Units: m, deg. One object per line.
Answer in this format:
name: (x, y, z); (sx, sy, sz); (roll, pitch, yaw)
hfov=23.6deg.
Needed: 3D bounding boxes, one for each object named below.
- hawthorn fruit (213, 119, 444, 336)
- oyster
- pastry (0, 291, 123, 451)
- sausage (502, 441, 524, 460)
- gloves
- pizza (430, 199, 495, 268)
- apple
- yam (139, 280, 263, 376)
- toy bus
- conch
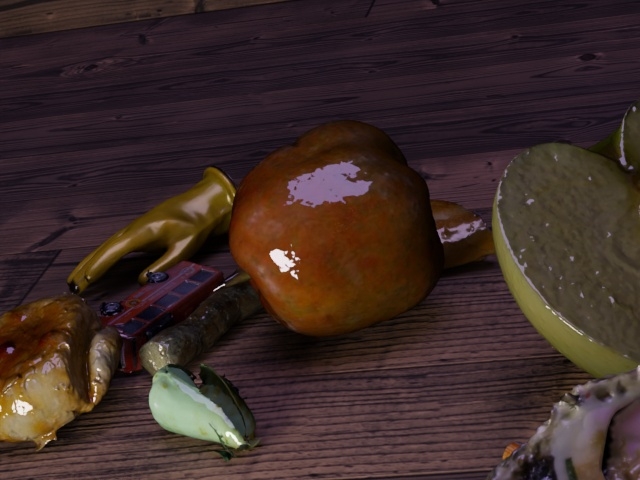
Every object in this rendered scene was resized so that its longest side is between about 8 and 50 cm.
hawthorn fruit: (0.000, 0.000, 1.969); (0.301, 0.267, 0.268); (-27, 26, -15)
oyster: (0.332, 0.214, 1.486); (0.354, 0.107, 0.201); (-5, 67, 8)
pastry: (-0.359, 0.159, 1.905); (0.229, 0.100, 0.218); (-7, 38, 33)
sausage: (0.232, 0.239, 1.576); (0.031, 0.031, 0.107); (-22, 24, -26)
gloves: (-0.258, 0.003, 2.320); (0.294, 0.116, 0.133); (-31, 0, -22)
pizza: (0.088, -0.008, 2.192); (0.365, 0.074, 0.182); (-2, 25, 21)
apple: (0.388, 0.016, 1.695); (0.312, 0.320, 0.360); (15, 36, -55)
yam: (-0.143, 0.105, 2.038); (0.061, 0.061, 0.253); (5, 26, 34)
toy bus: (-0.225, 0.101, 2.072); (0.096, 0.073, 0.235); (9, 28, 28)
conch: (-0.128, 0.197, 1.797); (0.170, 0.079, 0.106); (28, 47, 34)
